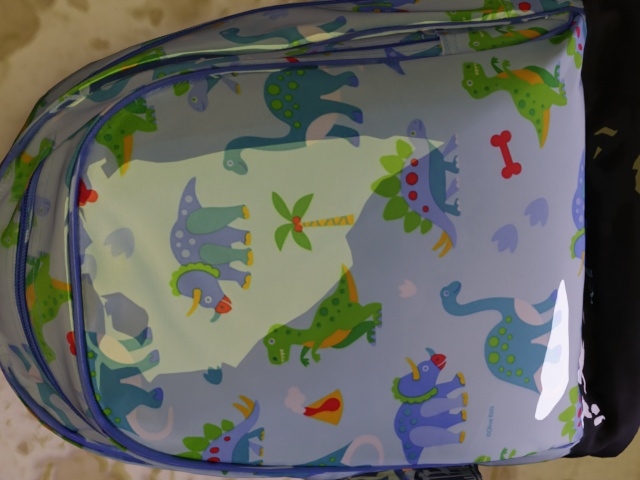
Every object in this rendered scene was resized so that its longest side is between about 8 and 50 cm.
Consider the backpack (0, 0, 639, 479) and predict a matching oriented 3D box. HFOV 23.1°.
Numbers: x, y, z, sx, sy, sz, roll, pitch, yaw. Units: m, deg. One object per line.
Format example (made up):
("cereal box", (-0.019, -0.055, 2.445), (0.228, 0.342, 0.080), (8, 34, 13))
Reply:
("backpack", (0.000, 0.000, 0.828), (0.356, 0.273, 0.290), (2, 104, 2))
